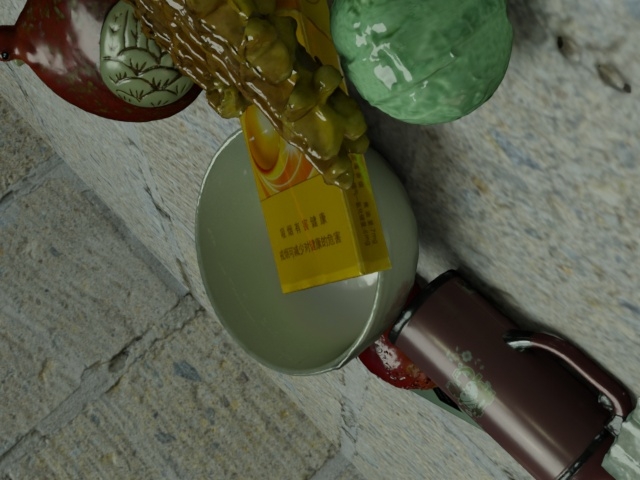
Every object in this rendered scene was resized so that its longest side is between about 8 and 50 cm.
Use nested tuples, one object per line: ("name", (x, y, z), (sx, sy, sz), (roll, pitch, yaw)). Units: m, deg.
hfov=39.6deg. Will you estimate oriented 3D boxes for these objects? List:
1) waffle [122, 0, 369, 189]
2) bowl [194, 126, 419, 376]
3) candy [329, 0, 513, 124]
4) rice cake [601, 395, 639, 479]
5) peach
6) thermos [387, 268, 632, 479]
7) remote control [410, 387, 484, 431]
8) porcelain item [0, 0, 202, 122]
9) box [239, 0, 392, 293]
("waffle", (-0.082, -0.170, 0.679), (0.293, 0.069, 0.260), (35, 167, 51))
("bowl", (0.000, 0.000, 0.978), (0.277, 0.145, 0.277), (10, 105, 39))
("candy", (-0.028, -0.257, 0.564), (0.440, 0.119, 0.119), (49, 164, -15))
("rice cake", (0.354, 0.226, 0.775), (0.211, 0.038, 0.124), (37, 132, 28))
("peach", (0.086, 0.116, 1.122), (0.127, 0.092, 0.172), (108, 144, -54))
("thermos", (0.235, 0.168, 0.938), (0.330, 0.136, 0.109), (43, -169, 20))
("remote control", (0.141, 0.169, 1.252), (0.344, 0.050, 0.145), (22, 148, 59))
("porcelain item", (-0.223, -0.234, 0.899), (0.253, 0.253, 0.253), (44, 163, 17))
("box", (-0.019, -0.090, 0.837), (0.152, 0.043, 0.269), (-19, 84, 57))
